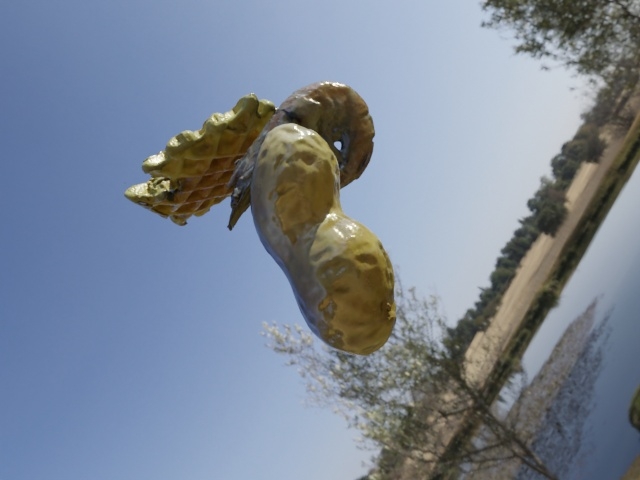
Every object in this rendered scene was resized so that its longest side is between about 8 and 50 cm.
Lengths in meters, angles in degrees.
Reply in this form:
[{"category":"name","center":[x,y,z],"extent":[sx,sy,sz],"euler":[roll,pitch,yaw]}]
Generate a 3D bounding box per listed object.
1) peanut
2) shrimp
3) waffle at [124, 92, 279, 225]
[{"category":"peanut","center":[0.000,0.000,0.544],"extent":[0.103,0.229,0.098],"euler":[-30,-7,10]},{"category":"shrimp","center":[-0.023,-0.088,0.673],"extent":[0.223,0.126,0.047],"euler":[-52,0,-7]},{"category":"waffle","center":[-0.150,-0.110,0.840],"extent":[0.250,0.056,0.261],"euler":[-31,-14,1]}]
